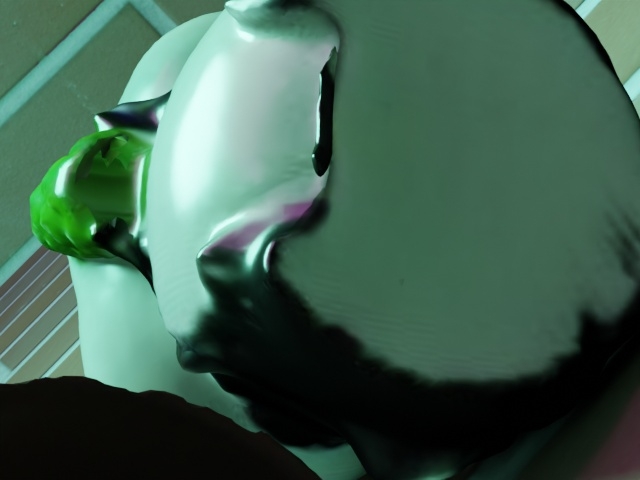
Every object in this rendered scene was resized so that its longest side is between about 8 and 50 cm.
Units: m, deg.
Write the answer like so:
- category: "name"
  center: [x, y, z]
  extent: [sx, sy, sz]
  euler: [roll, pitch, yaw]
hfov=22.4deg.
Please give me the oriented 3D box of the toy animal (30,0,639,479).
- category: "toy animal"
  center: [-0.009, -0.001, 0.650]
  extent: [0.267, 0.212, 0.212]
  euler: [-23, 24, 53]

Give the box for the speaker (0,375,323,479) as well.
- category: "speaker"
  center: [-0.127, 0.222, 0.473]
  extent: [0.329, 0.198, 0.259]
  euler: [-50, 21, 47]
